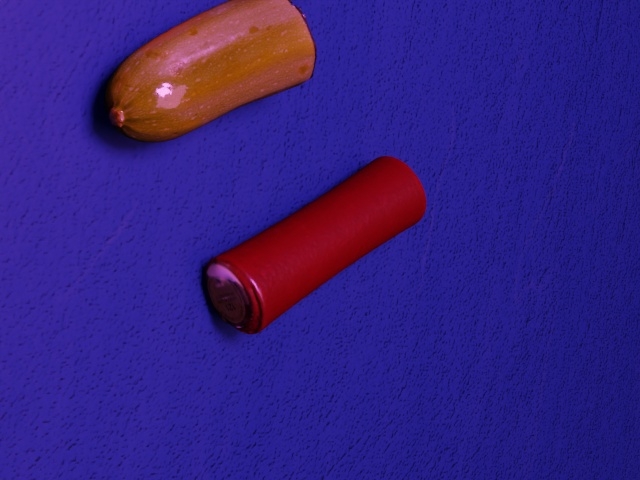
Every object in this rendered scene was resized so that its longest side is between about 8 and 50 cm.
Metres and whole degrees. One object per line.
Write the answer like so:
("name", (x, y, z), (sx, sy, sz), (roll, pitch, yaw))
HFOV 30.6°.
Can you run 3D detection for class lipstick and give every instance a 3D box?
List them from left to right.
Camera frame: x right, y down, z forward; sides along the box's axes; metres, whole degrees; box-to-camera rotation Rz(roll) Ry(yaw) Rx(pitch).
("lipstick", (0.000, 0.000, 1.091), (0.241, 0.080, 0.080), (-32, 116, -37))

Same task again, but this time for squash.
("squash", (-0.103, -0.141, 0.968), (0.188, 0.095, 0.095), (-29, 114, -35))
